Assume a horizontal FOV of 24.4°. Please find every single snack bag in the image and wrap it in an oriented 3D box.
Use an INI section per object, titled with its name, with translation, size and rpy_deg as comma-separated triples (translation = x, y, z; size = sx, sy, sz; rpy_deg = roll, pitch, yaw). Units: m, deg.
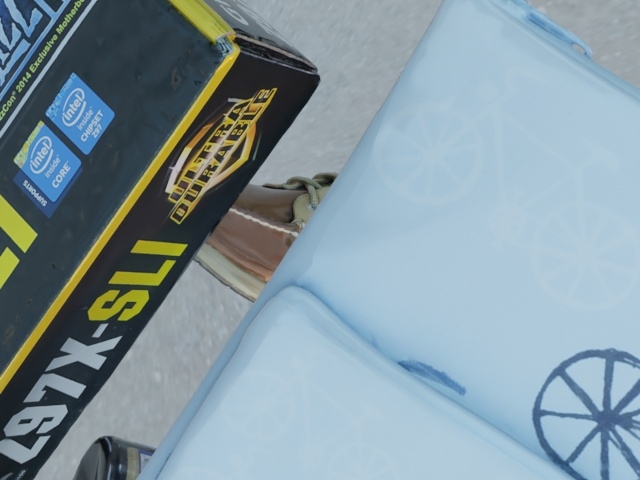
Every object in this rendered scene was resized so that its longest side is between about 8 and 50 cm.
[snack bag]
translation = 0.103, 0.104, 0.623
size = 0.323, 0.037, 0.342
rpy_deg = 34, 94, 13

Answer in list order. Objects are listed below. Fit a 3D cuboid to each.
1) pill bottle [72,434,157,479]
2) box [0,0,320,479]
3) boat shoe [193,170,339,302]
[pill bottle]
translation = -0.116, 0.263, 1.350
size = 0.219, 0.123, 0.122
rpy_deg = 20, 90, -21
[box]
translation = -0.187, -0.025, 0.637
size = 0.257, 0.079, 0.322
rpy_deg = 44, 106, 22
[boat shoe]
translation = 0.000, 0.000, 1.175
size = 0.324, 0.122, 0.120
rpy_deg = 30, 100, -33
